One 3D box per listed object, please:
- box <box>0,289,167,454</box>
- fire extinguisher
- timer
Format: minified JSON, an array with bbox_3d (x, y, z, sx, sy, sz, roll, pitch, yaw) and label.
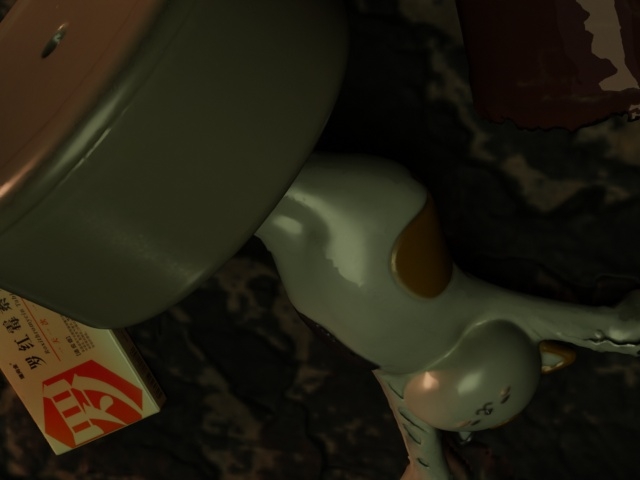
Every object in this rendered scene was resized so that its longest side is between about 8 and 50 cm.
[{"bbox_3d":[-0.116,0.047,0.703,0.058,0.015,0.093,-25,105,17],"label":"box"},{"bbox_3d":[0.053,-0.209,0.529,0.147,0.106,0.337,0,113,37],"label":"fire extinguisher"},{"bbox_3d":[0.000,0.000,0.611,0.266,0.175,0.175,37,115,-25],"label":"timer"}]
